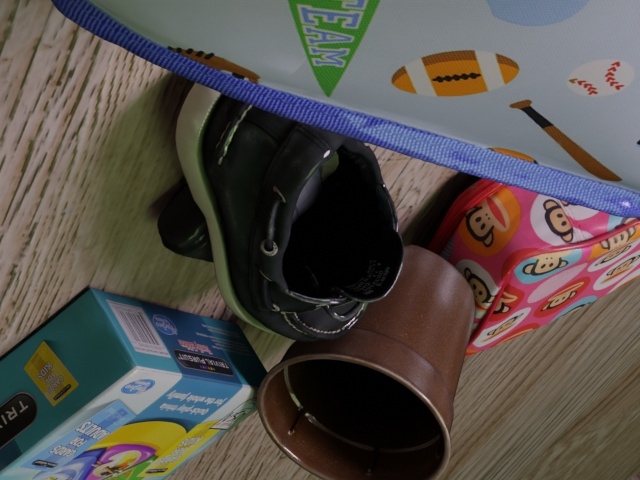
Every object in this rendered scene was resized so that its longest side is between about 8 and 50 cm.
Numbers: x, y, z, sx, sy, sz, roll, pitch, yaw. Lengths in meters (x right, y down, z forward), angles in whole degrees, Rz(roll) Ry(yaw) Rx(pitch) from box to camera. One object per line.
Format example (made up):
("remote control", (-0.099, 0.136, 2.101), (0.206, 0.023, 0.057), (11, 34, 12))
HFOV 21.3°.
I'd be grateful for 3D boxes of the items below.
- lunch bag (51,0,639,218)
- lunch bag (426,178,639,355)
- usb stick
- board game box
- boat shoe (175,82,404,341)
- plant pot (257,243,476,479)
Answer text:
("lunch bag", (0.077, -0.208, 0.717), (0.385, 0.239, 0.328), (11, 139, -30))
("lunch bag", (0.233, -0.004, 1.582), (0.293, 0.120, 0.258), (-23, 158, -26))
("usb stick", (-0.030, -0.005, 1.302), (0.077, 0.045, 0.278), (-43, 157, 15))
("board game box", (-0.229, 0.182, 1.390), (0.336, 0.079, 0.254), (-38, 159, 13))
("boat shoe", (0.002, -0.003, 1.174), (0.127, 0.113, 0.340), (-49, 153, -20))
("plant pot", (0.052, 0.100, 1.447), (0.167, 0.167, 0.165), (-55, -174, 46))
